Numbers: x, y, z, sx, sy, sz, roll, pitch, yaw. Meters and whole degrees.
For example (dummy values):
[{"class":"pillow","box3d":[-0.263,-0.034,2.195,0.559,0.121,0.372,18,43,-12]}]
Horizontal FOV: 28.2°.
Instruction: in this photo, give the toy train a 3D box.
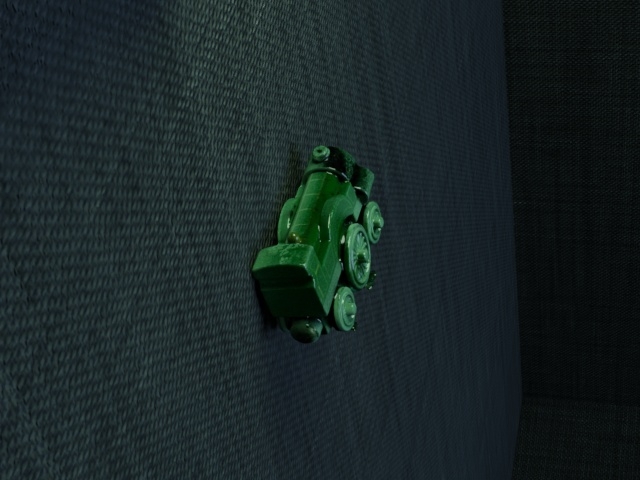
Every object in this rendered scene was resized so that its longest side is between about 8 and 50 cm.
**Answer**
[{"class":"toy train","box3d":[0.000,0.000,1.062,0.178,0.071,0.104,-71,148,-42]}]
